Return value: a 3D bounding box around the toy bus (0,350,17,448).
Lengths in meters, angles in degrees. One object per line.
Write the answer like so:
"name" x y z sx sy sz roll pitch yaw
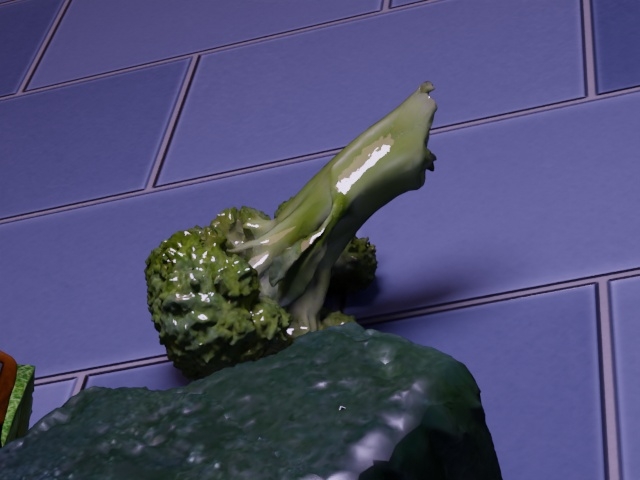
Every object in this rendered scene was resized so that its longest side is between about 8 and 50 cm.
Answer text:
"toy bus" -0.321 0.258 1.253 0.093 0.092 0.409 -2 60 27

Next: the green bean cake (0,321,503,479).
"green bean cake" -0.057 0.196 1.277 0.300 0.169 0.308 16 44 43

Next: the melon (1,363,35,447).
"melon" -0.323 0.233 1.411 0.196 0.124 0.323 -24 28 8

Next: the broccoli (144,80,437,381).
"broccoli" -0.008 0.029 1.525 0.302 0.186 0.254 -25 -9 -9
